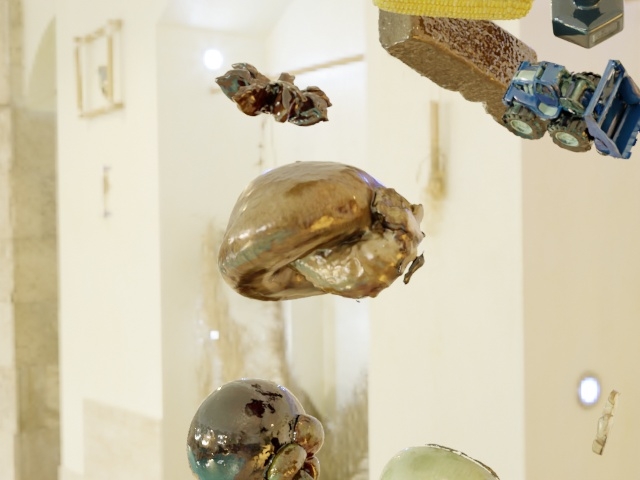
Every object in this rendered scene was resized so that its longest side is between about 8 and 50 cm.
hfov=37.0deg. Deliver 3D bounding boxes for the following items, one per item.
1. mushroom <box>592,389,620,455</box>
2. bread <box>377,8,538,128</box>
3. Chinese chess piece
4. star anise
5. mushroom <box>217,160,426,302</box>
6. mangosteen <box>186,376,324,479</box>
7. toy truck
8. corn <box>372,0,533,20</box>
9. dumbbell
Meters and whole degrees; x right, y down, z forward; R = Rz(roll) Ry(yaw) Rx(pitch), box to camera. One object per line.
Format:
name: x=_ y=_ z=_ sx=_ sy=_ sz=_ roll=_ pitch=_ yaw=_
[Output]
mushroom: x=0.397 y=0.252 z=1.333 sx=0.019 sy=0.101 sz=0.049 roll=17 pitch=19 yaw=23
bread: x=0.274 y=-0.369 z=1.868 sx=0.416 sy=0.165 sz=0.113 roll=22 pitch=-31 yaw=-40
Chinese chess piece: x=0.171 y=0.372 z=1.355 sx=0.188 sy=0.188 sz=0.083 roll=0 pitch=43 yaw=34
star anise: x=-0.056 y=-0.183 z=1.216 sx=0.168 sy=0.057 sz=0.168 roll=16 pitch=14 yaw=-4
mushroom: x=0.007 y=-0.011 z=1.317 sx=0.283 sy=0.195 sz=0.263 roll=1 pitch=-21 yaw=21
mangosteen: x=-0.088 y=0.332 z=1.502 sx=0.250 sy=0.211 sz=0.211 roll=31 pitch=16 yaw=27
toy truck: x=0.385 y=-0.211 z=1.447 sx=0.208 sy=0.113 sz=0.126 roll=20 pitch=-19 yaw=26
corn: x=0.198 y=-0.378 z=1.451 sx=0.248 sy=0.081 sz=0.081 roll=1 pitch=0 yaw=-11
dumbbell: x=0.498 y=-0.505 z=1.793 sx=0.160 sy=0.144 sz=0.325 roll=27 pitch=-13 yaw=26
